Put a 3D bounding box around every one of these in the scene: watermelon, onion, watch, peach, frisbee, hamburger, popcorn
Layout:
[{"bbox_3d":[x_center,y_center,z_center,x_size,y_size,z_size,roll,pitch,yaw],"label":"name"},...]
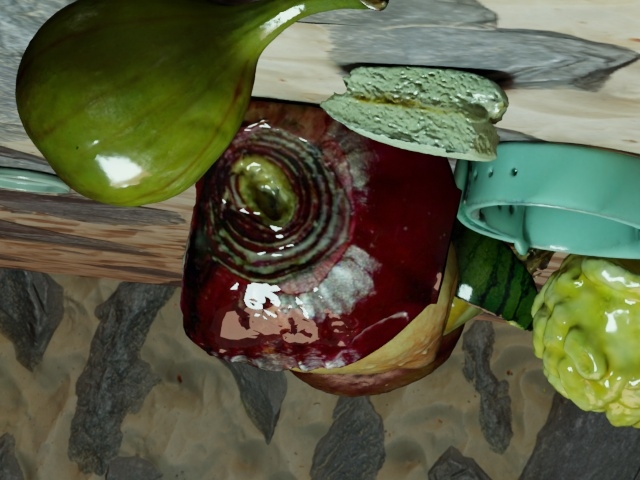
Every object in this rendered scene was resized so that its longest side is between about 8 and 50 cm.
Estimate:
[{"bbox_3d":[0.150,0.011,1.766,0.181,0.075,0.092,40,-160,18],"label":"watermelon"},{"bbox_3d":[0.000,0.006,1.410,0.206,0.207,0.216,9,-179,5],"label":"onion"},{"bbox_3d":[0.205,-0.028,1.475,0.195,0.068,0.237,7,174,5],"label":"watch"},{"bbox_3d":[0.030,0.042,1.666,0.232,0.232,0.232,7,175,1],"label":"peach"},{"bbox_3d":[-0.334,-0.068,2.004,0.110,0.014,0.110,7,174,1],"label":"frisbee"},{"bbox_3d":[0.066,-0.083,1.172,0.121,0.054,0.084,8,179,17],"label":"hamburger"},{"bbox_3d":[0.315,0.069,1.711,0.235,0.216,0.181,-21,-135,-22],"label":"popcorn"}]

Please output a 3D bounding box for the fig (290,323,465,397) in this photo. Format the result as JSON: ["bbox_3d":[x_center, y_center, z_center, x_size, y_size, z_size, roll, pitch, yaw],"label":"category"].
[{"bbox_3d":[0.047,0.063,2.018,0.235,0.214,0.235,18,153,10],"label":"fig"}]

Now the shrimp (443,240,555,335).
[{"bbox_3d":[0.145,0.028,1.888,0.267,0.145,0.061,-15,-158,-15],"label":"shrimp"}]

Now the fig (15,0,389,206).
[{"bbox_3d":[-0.060,-0.103,0.974,0.236,0.124,0.124,-25,158,29],"label":"fig"}]
